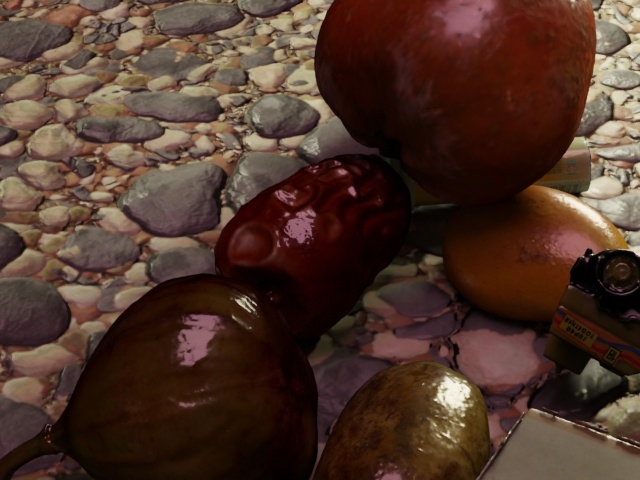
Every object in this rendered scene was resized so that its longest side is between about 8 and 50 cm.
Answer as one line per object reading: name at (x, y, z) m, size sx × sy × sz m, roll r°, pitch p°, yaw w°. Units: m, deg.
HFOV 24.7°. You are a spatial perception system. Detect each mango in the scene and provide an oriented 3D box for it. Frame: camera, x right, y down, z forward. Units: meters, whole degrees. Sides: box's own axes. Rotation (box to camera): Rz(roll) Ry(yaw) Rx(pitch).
mango at (0.218, 0.015, 1.450) m, size 0.217 × 0.102 × 0.141 m, roll 27°, pitch 55°, yaw 35°

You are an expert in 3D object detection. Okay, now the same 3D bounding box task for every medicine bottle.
medicine bottle at (0.180, -0.073, 1.585) m, size 0.218 × 0.074 × 0.074 m, roll -5°, pitch 40°, yaw -3°

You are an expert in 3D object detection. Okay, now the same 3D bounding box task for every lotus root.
lotus root at (0.064, 0.205, 1.219) m, size 0.145 × 0.128 × 0.260 m, roll -3°, pitch 33°, yaw 23°

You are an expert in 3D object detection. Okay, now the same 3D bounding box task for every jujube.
jujube at (0.000, 0.000, 1.459) m, size 0.155 × 0.155 × 0.230 m, roll 23°, pitch 37°, yaw 28°

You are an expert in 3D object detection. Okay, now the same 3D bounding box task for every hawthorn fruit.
hawthorn fruit at (0.134, -0.177, 1.445) m, size 0.284 × 0.284 × 0.284 m, roll -3°, pitch 40°, yaw 2°

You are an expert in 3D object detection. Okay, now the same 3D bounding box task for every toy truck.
toy truck at (0.331, 0.104, 1.299) m, size 0.257 × 0.127 × 0.127 m, roll 25°, pitch 89°, yaw 10°

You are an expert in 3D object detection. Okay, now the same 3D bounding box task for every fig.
fig at (-0.166, 0.162, 1.262) m, size 0.321 × 0.217 × 0.217 m, roll -19°, pitch 39°, yaw 11°

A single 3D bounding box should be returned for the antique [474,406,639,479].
antique at (0.202, 0.233, 1.154) m, size 0.147 × 0.151 × 0.148 m, roll 21°, pitch 44°, yaw 26°
